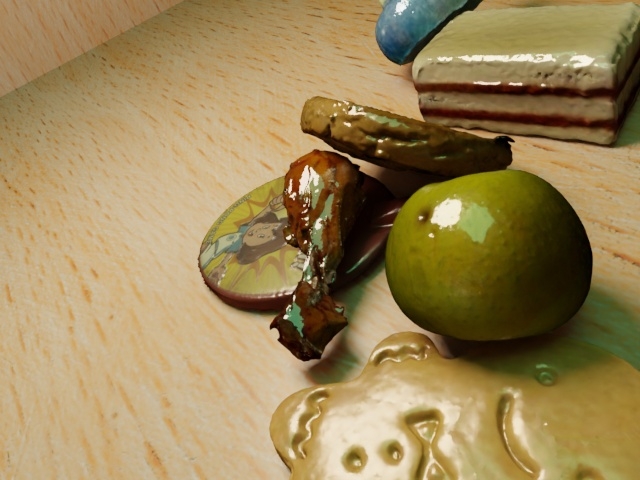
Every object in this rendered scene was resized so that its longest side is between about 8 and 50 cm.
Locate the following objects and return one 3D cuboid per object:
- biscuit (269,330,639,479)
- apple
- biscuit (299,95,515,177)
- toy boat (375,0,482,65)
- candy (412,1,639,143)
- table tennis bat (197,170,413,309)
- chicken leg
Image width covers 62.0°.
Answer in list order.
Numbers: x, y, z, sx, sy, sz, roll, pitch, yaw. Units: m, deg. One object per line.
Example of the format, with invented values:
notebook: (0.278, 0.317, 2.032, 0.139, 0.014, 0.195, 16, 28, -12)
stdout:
biscuit: (0.117, 0.185, 0.462, 0.354, 0.052, 0.275, -13, 40, 14)
apple: (0.161, 0.013, 0.532, 0.196, 0.157, 0.196, -6, 1, 0)
biscuit: (0.108, -0.132, 0.717, 0.295, 0.075, 0.296, 13, 13, -3)
toy boat: (0.214, -0.454, 1.007, 0.330, 0.123, 0.215, -40, 3, -30)
candy: (0.312, -0.262, 0.816, 0.320, 0.135, 0.179, 19, 53, 40)
table tennis bat: (0.011, -0.018, 0.752, 0.414, 0.051, 0.268, -8, 43, 22)
chicken leg: (0.000, 0.000, 0.648, 0.113, 0.093, 0.304, -3, 52, 9)
